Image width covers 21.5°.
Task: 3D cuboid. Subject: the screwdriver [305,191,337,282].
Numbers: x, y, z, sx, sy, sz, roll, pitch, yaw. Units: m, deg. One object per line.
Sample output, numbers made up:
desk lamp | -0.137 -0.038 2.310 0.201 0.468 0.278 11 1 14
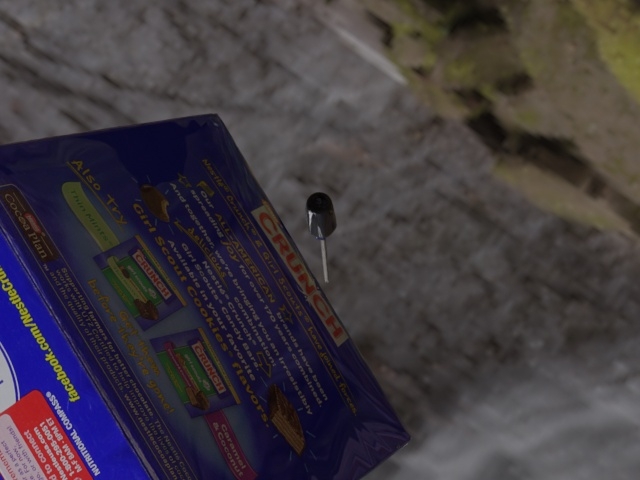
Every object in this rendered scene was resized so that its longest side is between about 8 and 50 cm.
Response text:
screwdriver | 0.000 0.000 1.302 0.025 0.024 0.170 46 167 13

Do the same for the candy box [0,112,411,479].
candy box | -0.101 0.072 1.017 0.268 0.122 0.317 58 -157 6
